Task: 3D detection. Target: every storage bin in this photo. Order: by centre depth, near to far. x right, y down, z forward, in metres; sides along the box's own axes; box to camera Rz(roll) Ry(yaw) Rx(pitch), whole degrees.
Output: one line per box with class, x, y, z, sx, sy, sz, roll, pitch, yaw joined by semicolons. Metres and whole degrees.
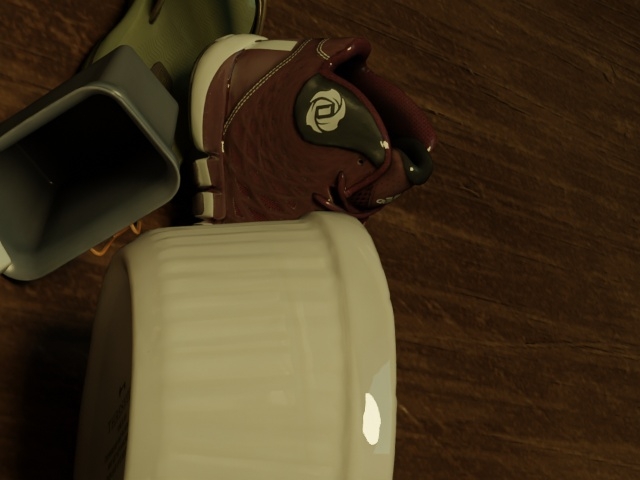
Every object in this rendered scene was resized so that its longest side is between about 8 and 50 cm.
storage bin;-0.141;-0.049;1.097;0.098;0.135;0.091;51;25;-21

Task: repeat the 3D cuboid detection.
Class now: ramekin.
ramekin;-0.057;0.115;0.994;0.127;0.273;0.273;6;58;-14

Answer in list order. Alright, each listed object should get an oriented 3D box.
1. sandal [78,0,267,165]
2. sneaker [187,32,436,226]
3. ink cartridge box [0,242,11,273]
sandal;-0.081;-0.153;1.287;0.120;0.086;0.303;45;37;-29
sneaker;0.000;0.000;1.185;0.106;0.162;0.281;-4;90;-55
ink cartridge box;-0.257;-0.036;0.993;0.179;0.045;0.145;64;31;-6
